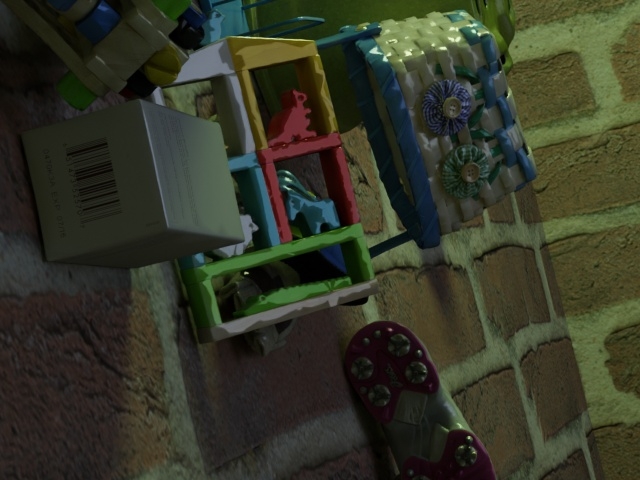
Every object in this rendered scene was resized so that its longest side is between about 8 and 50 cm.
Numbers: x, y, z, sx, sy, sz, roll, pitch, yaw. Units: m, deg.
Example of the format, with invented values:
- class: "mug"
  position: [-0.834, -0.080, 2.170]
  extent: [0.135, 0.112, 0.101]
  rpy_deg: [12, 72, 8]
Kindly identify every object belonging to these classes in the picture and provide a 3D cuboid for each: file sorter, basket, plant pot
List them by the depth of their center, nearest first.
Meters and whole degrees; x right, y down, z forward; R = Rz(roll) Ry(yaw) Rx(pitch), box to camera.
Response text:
- class: "basket"
  position: [0.062, -0.112, 1.893]
  extent: [0.201, 0.289, 0.255]
  rpy_deg: [-111, 180, -67]
- class: "file sorter"
  position: [-0.072, -0.296, 1.907]
  extent: [0.118, 0.104, 0.170]
  rpy_deg: [-20, 96, -74]
- class: "plant pot"
  position: [0.081, -0.257, 2.065]
  extent: [0.276, 0.253, 0.276]
  rpy_deg: [-9, 90, -69]

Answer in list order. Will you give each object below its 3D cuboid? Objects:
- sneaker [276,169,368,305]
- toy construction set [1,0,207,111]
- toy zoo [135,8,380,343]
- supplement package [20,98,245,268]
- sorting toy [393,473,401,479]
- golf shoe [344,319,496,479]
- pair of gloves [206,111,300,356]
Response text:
- class: "sneaker"
  position: [0.000, 0.000, 1.786]
  extent: [0.209, 0.069, 0.082]
  rpy_deg: [47, 44, -55]
- class: "toy construction set"
  position: [-0.187, -0.225, 1.391]
  extent: [0.215, 0.151, 0.328]
  rpy_deg: [39, 28, -30]
- class: "toy zoo"
  position: [-0.063, -0.070, 1.654]
  extent: [0.192, 0.030, 0.293]
  rpy_deg: [-14, 91, -33]
- class: "supplement package"
  position: [-0.144, -0.040, 1.416]
  extent: [0.179, 0.105, 0.105]
  rpy_deg: [11, 64, -73]
- class: "sorting toy"
  position: [0.133, 0.407, 2.142]
  extent: [0.193, 0.038, 0.208]
  rpy_deg: [-90, 154, -43]
- class: "golf shoe"
  position: [0.130, 0.227, 2.113]
  extent: [0.140, 0.115, 0.306]
  rpy_deg: [-54, 122, -82]
- class: "pair of gloves"
  position: [-0.073, -0.010, 1.764]
  extent: [0.204, 0.042, 0.240]
  rpy_deg: [-58, 131, -67]
